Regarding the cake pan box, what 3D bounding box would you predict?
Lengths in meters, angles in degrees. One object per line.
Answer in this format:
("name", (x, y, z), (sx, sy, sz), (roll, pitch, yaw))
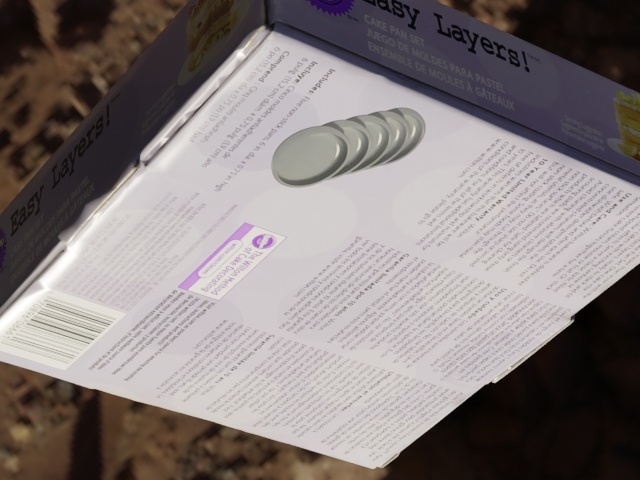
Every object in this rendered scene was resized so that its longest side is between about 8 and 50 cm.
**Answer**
("cake pan box", (0.000, 0.000, 0.879), (0.245, 0.070, 0.267), (20, 135, -29))
